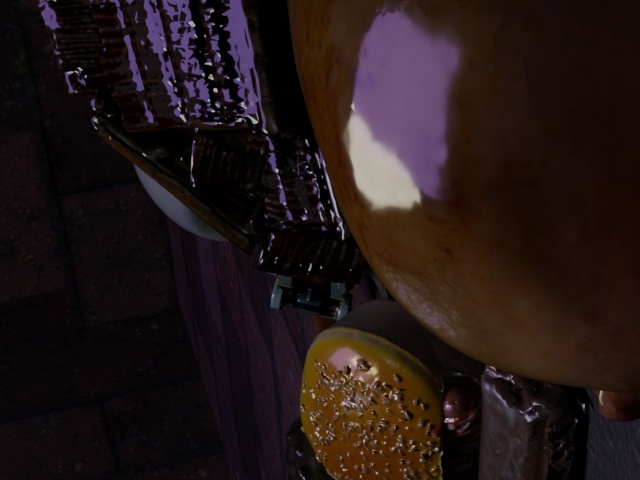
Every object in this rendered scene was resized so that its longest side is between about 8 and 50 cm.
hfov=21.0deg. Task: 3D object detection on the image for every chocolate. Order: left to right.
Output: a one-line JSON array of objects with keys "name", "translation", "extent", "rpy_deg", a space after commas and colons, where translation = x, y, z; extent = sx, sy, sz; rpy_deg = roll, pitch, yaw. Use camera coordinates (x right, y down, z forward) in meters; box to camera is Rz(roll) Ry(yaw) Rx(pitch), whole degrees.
[{"name": "chocolate", "translation": [0.144, 0.199, 1.268], "extent": [0.102, 0.065, 0.329], "rpy_deg": [-112, 15, -48]}]

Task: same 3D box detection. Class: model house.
[{"name": "model house", "translation": [-0.063, -0.106, 1.381], "extent": [0.282, 0.297, 0.317], "rpy_deg": [-152, 52, -85]}]

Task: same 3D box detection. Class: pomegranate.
[{"name": "pomegranate", "translation": [0.109, -0.053, 0.651], "extent": [0.252, 0.229, 0.270], "rpy_deg": [-117, 11, -59]}]

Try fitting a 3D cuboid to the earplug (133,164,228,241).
[{"name": "earplug", "translation": [-0.088, -0.162, 1.611], "extent": [0.175, 0.214, 0.325], "rpy_deg": [-177, 86, -83]}]

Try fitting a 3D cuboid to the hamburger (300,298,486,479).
[{"name": "hamburger", "translation": [0.066, 0.140, 1.391], "extent": [0.210, 0.173, 0.116], "rpy_deg": [92, -160, -54]}]

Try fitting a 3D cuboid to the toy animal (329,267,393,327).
[{"name": "toy animal", "translation": [0.045, 0.130, 1.660], "extent": [0.155, 0.095, 0.219], "rpy_deg": [98, 161, -43]}]

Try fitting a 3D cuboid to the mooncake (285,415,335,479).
[{"name": "mooncake", "translation": [0.028, 0.286, 1.890], "extent": [0.228, 0.124, 0.228], "rpy_deg": [168, 90, -82]}]

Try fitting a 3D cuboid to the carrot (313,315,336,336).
[{"name": "carrot", "translation": [0.019, 0.107, 1.936], "extent": [0.161, 0.055, 0.055], "rpy_deg": [-103, 6, -51]}]

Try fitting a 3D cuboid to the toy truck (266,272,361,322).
[{"name": "toy truck", "translation": [0.000, 0.000, 1.735], "extent": [0.191, 0.085, 0.116], "rpy_deg": [87, -163, -66]}]
